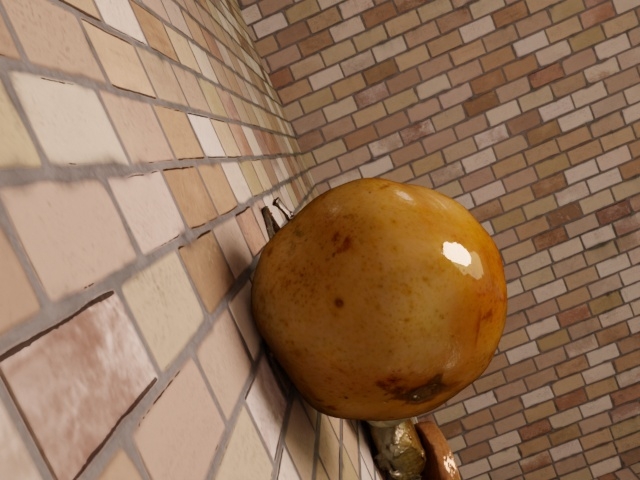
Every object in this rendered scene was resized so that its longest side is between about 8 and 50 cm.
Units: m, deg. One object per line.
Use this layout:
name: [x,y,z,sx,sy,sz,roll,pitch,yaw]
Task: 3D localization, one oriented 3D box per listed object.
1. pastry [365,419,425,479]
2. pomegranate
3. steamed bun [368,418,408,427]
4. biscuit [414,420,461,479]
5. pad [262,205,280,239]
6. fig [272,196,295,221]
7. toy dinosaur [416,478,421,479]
pastry: [0.181,0.495,1.623,0.257,0.121,0.236,60,4,-39]
pomegranate: [0.082,0.090,1.011,0.416,0.417,0.416,-23,90,-85]
steamed bun: [0.183,0.232,1.443,0.347,0.237,0.394,0,79,-49]
biscuit: [0.326,0.718,1.682,0.350,0.078,0.455,162,-80,-83]
pad: [-0.059,0.089,1.487,0.286,0.018,0.284,62,6,-54]
fig: [-0.024,-0.008,1.482,0.274,0.145,0.170,49,13,-37]
toy dinosaur: [0.251,0.690,1.684,0.294,0.077,0.162,-102,171,-64]
